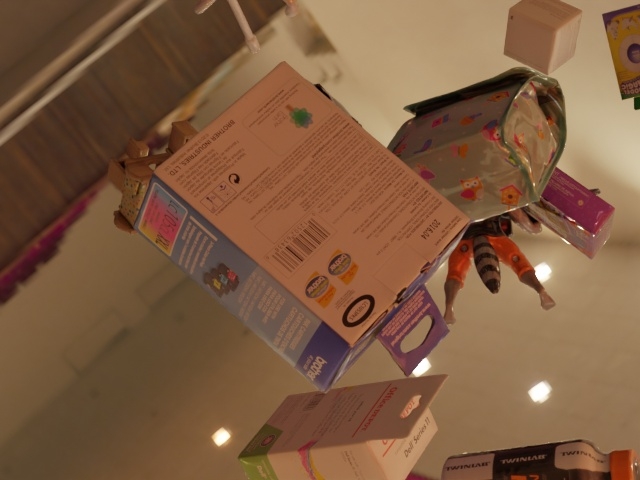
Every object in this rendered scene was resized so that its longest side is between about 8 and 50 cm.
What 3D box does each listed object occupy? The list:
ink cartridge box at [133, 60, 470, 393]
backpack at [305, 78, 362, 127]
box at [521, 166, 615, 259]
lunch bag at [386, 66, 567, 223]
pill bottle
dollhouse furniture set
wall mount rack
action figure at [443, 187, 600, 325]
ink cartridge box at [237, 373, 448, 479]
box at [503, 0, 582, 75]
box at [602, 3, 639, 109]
[{"bbox_3d":[0.000,0.000,1.825,0.270,0.395,0.151,-44,169,-32],"label":"ink cartridge box"},{"bbox_3d":[0.001,-0.180,2.727,0.191,0.225,0.253,-45,-157,-1],"label":"backpack"},{"bbox_3d":[0.381,-0.065,2.334,0.057,0.201,0.293,-53,168,-1],"label":"box"},{"bbox_3d":[0.225,-0.143,2.054,0.223,0.160,0.262,-18,-155,32],"label":"lunch bag"},{"bbox_3d":[0.288,0.324,1.827,0.245,0.130,0.130,-11,-150,20],"label":"pill bottle"},{"bbox_3d":[-0.295,-0.132,2.288,0.101,0.182,0.161,-13,-135,-37],"label":"dollhouse furniture set"},{"bbox_3d":[-0.039,-0.415,2.099,0.350,0.130,0.304,-49,-168,-11],"label":"wall mount rack"},{"bbox_3d":[0.338,-0.033,2.589,0.341,0.178,0.330,-15,-116,15],"label":"action figure"},{"bbox_3d":[0.061,0.348,2.477,0.353,0.119,0.207,-12,-159,35],"label":"ink cartridge box"},{"bbox_3d":[0.390,-0.365,2.508,0.101,0.102,0.087,31,-131,28],"label":"box"},{"bbox_3d":[0.553,-0.315,2.447,0.105,0.179,0.043,-9,-170,46],"label":"box"}]
